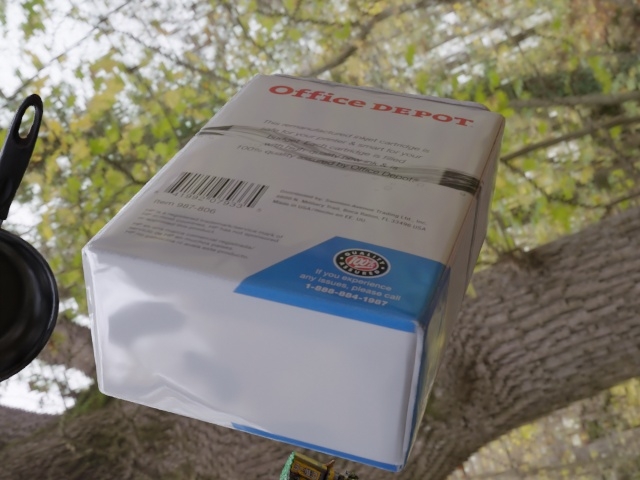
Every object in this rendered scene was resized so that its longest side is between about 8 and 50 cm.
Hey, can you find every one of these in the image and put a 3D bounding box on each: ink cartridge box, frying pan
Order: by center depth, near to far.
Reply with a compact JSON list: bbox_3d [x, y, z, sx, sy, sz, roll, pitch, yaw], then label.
[{"bbox_3d":[0.000,0.000,0.947,0.395,0.285,0.166,-58,-24,-54],"label":"ink cartridge box"},{"bbox_3d":[-0.377,0.010,1.017,0.053,0.197,0.326,-137,44,-57],"label":"frying pan"}]

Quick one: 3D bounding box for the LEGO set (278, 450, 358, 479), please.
[{"bbox_3d":[0.006,0.441,1.305,0.192,0.255,0.331,26,176,-3],"label":"LEGO set"}]
